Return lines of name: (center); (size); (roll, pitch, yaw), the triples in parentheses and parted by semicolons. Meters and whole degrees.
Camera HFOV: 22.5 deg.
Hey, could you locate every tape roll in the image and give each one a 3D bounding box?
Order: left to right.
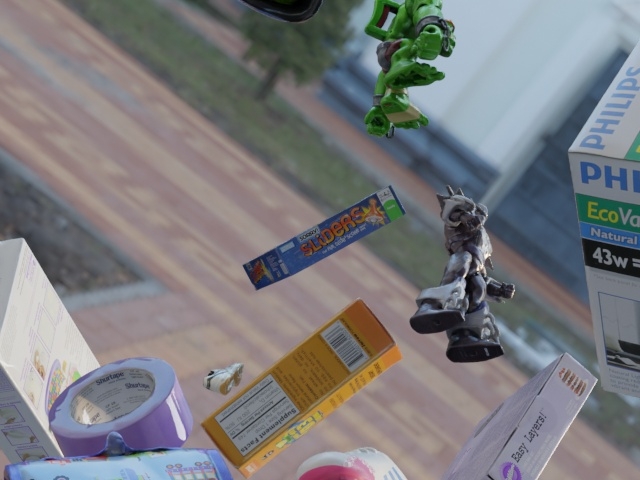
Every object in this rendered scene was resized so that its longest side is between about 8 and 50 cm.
tape roll: (-0.278, 0.248, 2.248); (0.189, 0.189, 0.080); (-126, -164, -63)

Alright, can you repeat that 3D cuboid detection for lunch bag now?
lunch bag: (-0.179, 0.299, 1.565); (0.221, 0.138, 0.293); (-4, 43, -19)

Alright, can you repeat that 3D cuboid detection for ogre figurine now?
ogre figurine: (0.093, -0.200, 1.707); (0.097, 0.118, 0.197); (4, -26, 7)

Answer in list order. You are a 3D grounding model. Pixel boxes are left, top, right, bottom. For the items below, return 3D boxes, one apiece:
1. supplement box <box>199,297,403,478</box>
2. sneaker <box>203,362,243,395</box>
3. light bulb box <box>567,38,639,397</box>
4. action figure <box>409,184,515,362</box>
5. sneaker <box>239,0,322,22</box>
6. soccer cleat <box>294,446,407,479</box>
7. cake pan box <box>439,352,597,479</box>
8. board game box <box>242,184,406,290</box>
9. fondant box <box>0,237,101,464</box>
supplement box: (-0.021, 0.170, 1.839); (0.080, 0.233, 0.078); (53, -3, 19)
sneaker: (-0.124, 0.172, 2.058); (0.037, 0.032, 0.083); (12, 12, 14)
light bulb box: (0.469, -0.047, 1.859); (0.225, 0.358, 0.361); (11, -46, 29)
action figure: (0.206, 0.042, 2.233); (0.185, 0.099, 0.285); (53, 32, -29)
sneaker: (-0.105, -0.328, 1.546); (0.330, 0.130, 0.147); (37, 13, -33)
soccer cleat: (0.048, 0.357, 2.376); (0.331, 0.116, 0.143); (47, 27, -52)
cake pan box: (0.242, 0.301, 2.200); (0.070, 0.245, 0.267); (39, 49, 2)
board game box: (0.000, 0.000, 1.680); (0.035, 0.136, 0.201); (62, -14, -1)
fondant box: (-0.452, 0.196, 2.485); (0.238, 0.096, 0.330); (-86, 159, -45)
